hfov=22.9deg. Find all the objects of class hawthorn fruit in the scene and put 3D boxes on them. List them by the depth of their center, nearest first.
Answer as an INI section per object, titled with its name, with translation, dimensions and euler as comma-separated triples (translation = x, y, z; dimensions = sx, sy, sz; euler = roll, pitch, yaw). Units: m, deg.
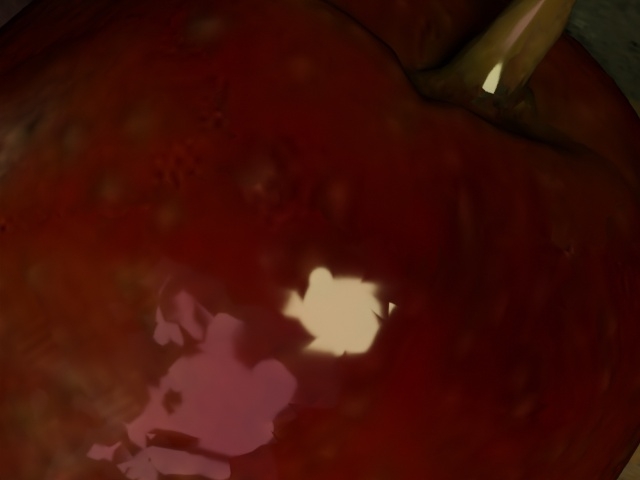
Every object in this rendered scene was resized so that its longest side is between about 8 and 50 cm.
[hawthorn fruit]
translation = 0.000, 0.000, 0.571
dimensions = 0.287, 0.287, 0.330
euler = 36, 126, -11
